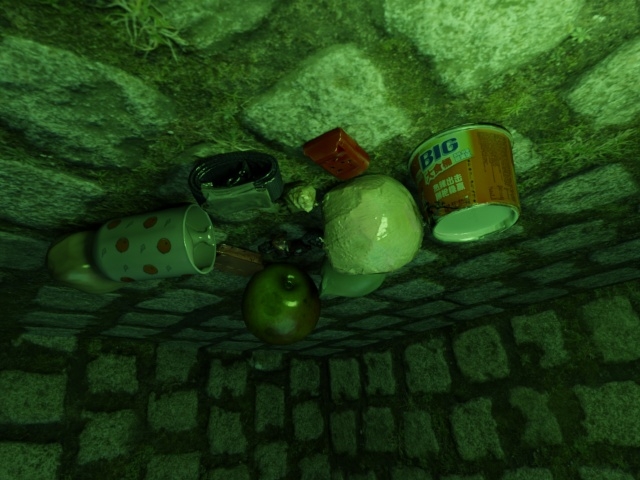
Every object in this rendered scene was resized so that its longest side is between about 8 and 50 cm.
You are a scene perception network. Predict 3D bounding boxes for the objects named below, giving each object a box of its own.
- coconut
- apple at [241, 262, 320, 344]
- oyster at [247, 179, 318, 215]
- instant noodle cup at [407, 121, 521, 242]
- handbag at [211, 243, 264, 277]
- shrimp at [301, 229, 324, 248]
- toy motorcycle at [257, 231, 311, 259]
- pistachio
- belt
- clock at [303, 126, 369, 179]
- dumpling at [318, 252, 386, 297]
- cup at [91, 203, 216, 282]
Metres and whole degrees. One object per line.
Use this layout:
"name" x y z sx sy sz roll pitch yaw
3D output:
"coconut" 0.157 -0.044 1.223 0.254 0.298 0.297 -12 158 43
"apple" -0.160 0.253 1.769 0.339 0.340 0.340 -4 156 -2
"oyster" -0.115 -0.117 1.228 0.294 0.094 0.166 -3 -177 33
"instant noodle cup" 0.388 -0.136 1.143 0.296 0.214 0.296 -3 156 -2
"handbag" -0.340 0.082 1.679 0.212 0.059 0.157 20 145 -41
"shrimp" 0.000 0.000 1.566 0.165 0.057 0.065 25 110 -44
"toy motorcycle" -0.119 0.024 1.567 0.212 0.084 0.118 7 153 -41
"pistachio" -0.740 0.071 1.427 0.226 0.207 0.331 -56 152 3
"belt" -0.212 -0.139 1.106 0.230 0.140 0.126 -10 155 -2
"clock" 0.046 -0.211 1.101 0.113 0.061 0.155 -20 154 29
"dumpling" 0.132 0.065 1.572 0.320 0.270 0.212 -5 135 12
"cup" -0.510 0.014 1.313 0.317 0.213 0.212 -7 156 10
